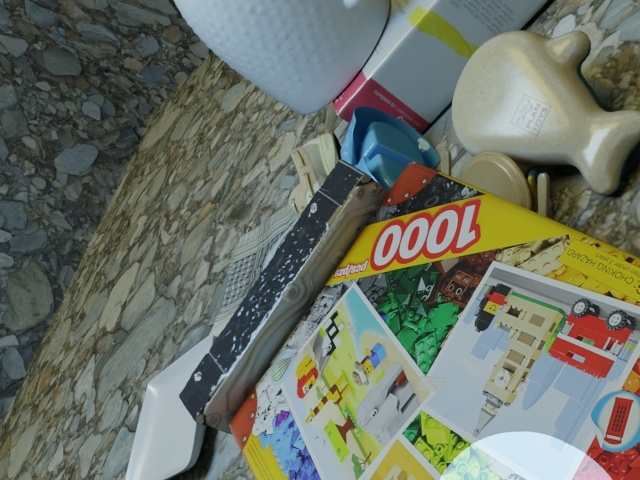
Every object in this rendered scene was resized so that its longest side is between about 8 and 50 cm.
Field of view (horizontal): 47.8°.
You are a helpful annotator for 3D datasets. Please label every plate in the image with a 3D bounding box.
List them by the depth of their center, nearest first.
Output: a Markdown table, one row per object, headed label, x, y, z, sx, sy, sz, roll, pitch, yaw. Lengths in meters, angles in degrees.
| label | x | y | z | sx | sy | sz | roll | pitch | yaw |
| --- | --- | --- | --- | --- | --- | --- | --- | --- | --- |
| plate | -0.287 | 0.356 | 1.416 | 0.278 | 0.045 | 0.277 | -39 | 33 | 38 |

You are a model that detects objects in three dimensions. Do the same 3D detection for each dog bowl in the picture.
| label | x | y | z | sx | sy | sz | roll | pitch | yaw |
| --- | --- | --- | --- | --- | --- | --- | --- | --- | --- |
| dog bowl | 0.113 | -0.103 | 1.136 | 0.074 | 0.165 | 0.297 | -56 | 23 | 30 |

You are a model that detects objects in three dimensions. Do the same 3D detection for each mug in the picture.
| label | x | y | z | sx | sy | sz | roll | pitch | yaw |
| --- | --- | --- | --- | --- | --- | --- | --- | --- | --- |
| mug | -0.062 | -0.434 | 1.247 | 0.374 | 0.328 | 0.276 | -18 | 48 | 55 |

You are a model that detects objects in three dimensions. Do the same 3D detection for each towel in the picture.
| label | x | y | z | sx | sy | sz | roll | pitch | yaw |
| --- | --- | --- | --- | --- | --- | --- | --- | --- | --- |
| towel | -0.117 | 0.049 | 1.478 | 0.324 | 0.056 | 0.312 | -34 | 33 | 40 |

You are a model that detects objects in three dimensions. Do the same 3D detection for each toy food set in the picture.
| label | x | y | z | sx | sy | sz | roll | pitch | yaw |
| --- | --- | --- | --- | --- | --- | --- | --- | --- | --- |
| toy food set | 0.228 | -0.051 | 0.922 | 0.192 | 0.038 | 0.133 | 28 | 128 | 53 |

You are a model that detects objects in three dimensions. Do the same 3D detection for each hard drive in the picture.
| label | x | y | z | sx | sy | sz | roll | pitch | yaw |
| --- | --- | --- | --- | --- | --- | --- | --- | --- | --- |
| hard drive | 0.016 | 0.101 | 0.884 | 0.339 | 0.236 | 0.064 | -55 | 41 | 2 |

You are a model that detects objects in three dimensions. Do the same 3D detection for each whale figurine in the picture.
| label | x | y | z | sx | sy | sz | roll | pitch | yaw |
| --- | --- | --- | --- | --- | --- | --- | --- | --- | --- |
| whale figurine | 0.298 | -0.156 | 0.924 | 0.272 | 0.141 | 0.216 | 40 | 117 | 43 |

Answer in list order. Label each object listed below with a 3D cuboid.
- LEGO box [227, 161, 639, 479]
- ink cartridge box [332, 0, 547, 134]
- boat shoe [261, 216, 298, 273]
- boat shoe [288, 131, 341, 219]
| label | x | y | z | sx | sy | sz | roll | pitch | yaw |
| --- | --- | --- | --- | --- | --- | --- | --- | --- | --- |
| LEGO box | 0.158 | 0.180 | 0.636 | 0.373 | 0.193 | 0.500 | -56 | 29 | 2 |
| ink cartridge box | 0.191 | -0.384 | 1.309 | 0.385 | 0.160 | 0.279 | -46 | 27 | 24 |
| boat shoe | 0.000 | 0.000 | 1.247 | 0.119 | 0.121 | 0.335 | -21 | 40 | 57 |
| boat shoe | 0.003 | -0.056 | 1.164 | 0.098 | 0.109 | 0.302 | -17 | 47 | 9 |
